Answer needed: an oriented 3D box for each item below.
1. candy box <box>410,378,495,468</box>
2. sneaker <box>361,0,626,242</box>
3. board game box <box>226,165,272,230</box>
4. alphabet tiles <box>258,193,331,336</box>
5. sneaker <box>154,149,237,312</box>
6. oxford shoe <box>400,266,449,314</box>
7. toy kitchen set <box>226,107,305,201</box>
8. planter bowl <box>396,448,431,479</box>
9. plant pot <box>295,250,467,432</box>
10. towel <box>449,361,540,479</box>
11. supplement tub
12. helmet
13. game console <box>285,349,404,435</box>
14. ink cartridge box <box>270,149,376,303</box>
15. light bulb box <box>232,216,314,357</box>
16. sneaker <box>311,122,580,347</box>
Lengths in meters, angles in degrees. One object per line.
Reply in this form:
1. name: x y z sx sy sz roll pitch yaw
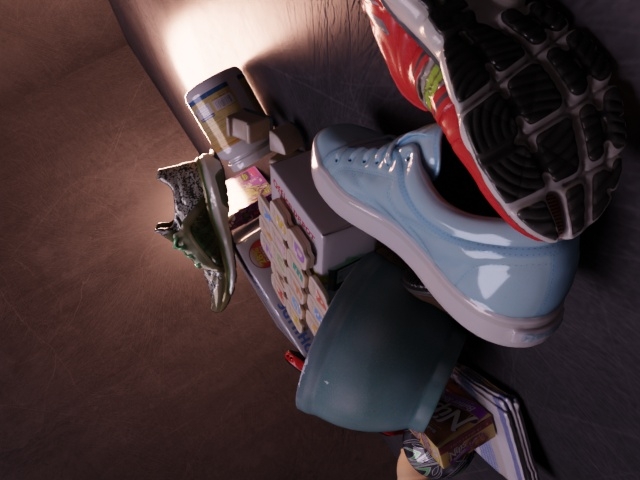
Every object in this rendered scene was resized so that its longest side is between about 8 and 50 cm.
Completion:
1. candy box: 0.203 0.299 0.857 0.186 0.109 0.053 37 148 64
2. sneaker: 0.114 -0.123 0.363 0.118 0.107 0.279 85 161 -75
3. board game box: -0.250 -0.124 1.450 0.056 0.208 0.347 59 177 -26
4. alphabet tiles: -0.059 0.057 0.911 0.278 0.021 0.284 55 156 30
5. sneaker: -0.313 -0.013 1.201 0.158 0.181 0.411 -141 45 -70
6. oxford shoe: 0.178 0.074 0.632 0.096 0.082 0.227 56 170 -17
7. toy kitchen set: -0.099 -0.164 1.030 0.166 0.122 0.207 24 130 28
8. planter bowl: 0.343 0.791 1.721 0.162 0.161 0.109 86 175 -67
9. plant pot: 0.117 0.189 0.795 0.196 0.293 0.293 24 156 19
10. towel: 0.280 0.312 0.890 0.210 0.034 0.285 70 165 -16
11. supplement tub: -0.197 -0.272 1.098 0.200 0.144 0.144 61 168 -16
12. helmet: 0.272 0.460 1.109 0.170 0.169 0.161 55 -175 9
13. game console: 0.114 0.411 1.334 0.341 0.060 0.386 31 177 31
14. ink cartridge box: 0.000 0.000 0.907 0.201 0.117 0.278 54 155 35
15. light bulb box: -0.083 0.093 1.396 0.358 0.225 0.361 60 167 -11
16. sneaker: 0.109 -0.069 0.493 0.366 0.135 0.150 45 144 41
